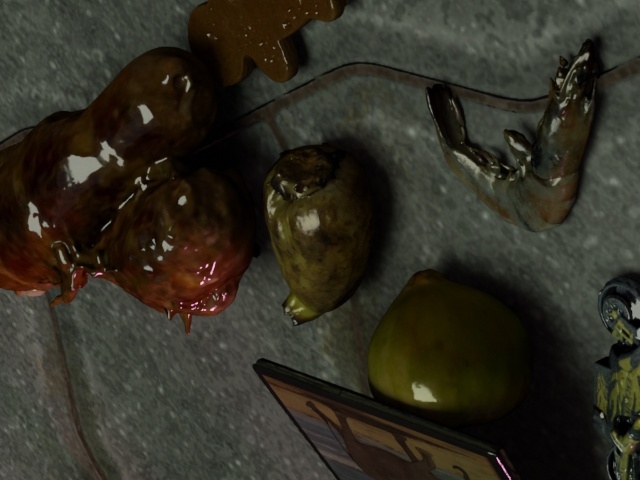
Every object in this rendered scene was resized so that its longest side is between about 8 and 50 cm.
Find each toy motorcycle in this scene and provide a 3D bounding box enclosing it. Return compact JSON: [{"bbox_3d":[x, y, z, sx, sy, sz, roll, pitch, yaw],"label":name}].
[{"bbox_3d":[0.265,0.126,1.393,0.124,0.061,0.193,16,118,49],"label":"toy motorcycle"}]

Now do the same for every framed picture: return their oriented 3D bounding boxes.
[{"bbox_3d":[0.108,0.234,1.556,0.265,0.016,0.347,17,152,39],"label":"framed picture"}]

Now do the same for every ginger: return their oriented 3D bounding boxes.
[{"bbox_3d":[-0.207,-0.016,1.719,0.418,0.176,0.254,-18,96,46],"label":"ginger"}]

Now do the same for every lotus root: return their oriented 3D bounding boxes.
[{"bbox_3d":[0.000,0.000,1.578,0.190,0.095,0.108,86,168,-44],"label":"lotus root"}]

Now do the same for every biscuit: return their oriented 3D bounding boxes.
[{"bbox_3d":[-0.056,-0.201,1.541,0.138,0.031,0.205,54,141,6],"label":"biscuit"}]

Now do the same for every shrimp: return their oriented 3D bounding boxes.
[{"bbox_3d":[0.145,-0.098,1.398,0.148,0.035,0.195,39,139,26],"label":"shrimp"}]

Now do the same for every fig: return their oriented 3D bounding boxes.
[{"bbox_3d":[0.104,0.100,1.489,0.153,0.136,0.120,34,122,48],"label":"fig"}]
